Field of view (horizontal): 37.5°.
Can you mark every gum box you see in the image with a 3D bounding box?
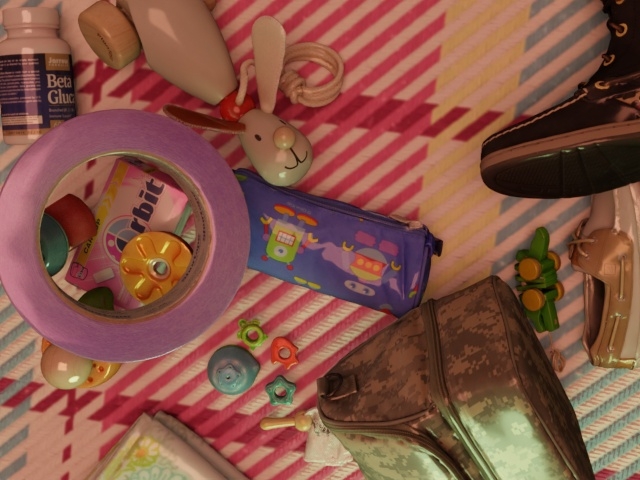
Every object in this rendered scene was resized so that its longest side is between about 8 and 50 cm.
[{"bbox_3d":[-0.249,-0.003,1.241,0.107,0.062,0.188,26,101,2],"label":"gum box"}]

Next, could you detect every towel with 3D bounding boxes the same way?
[{"bbox_3d":[-0.194,0.456,1.289,0.374,0.090,0.320,40,101,-1],"label":"towel"}]

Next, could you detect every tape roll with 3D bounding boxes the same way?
[{"bbox_3d":[-0.221,-0.006,1.052,0.274,0.090,0.275,-1,94,-18],"label":"tape roll"}]

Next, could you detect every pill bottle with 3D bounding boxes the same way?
[{"bbox_3d":[-0.365,-0.209,1.209,0.094,0.094,0.170,-2,98,6],"label":"pill bottle"}]

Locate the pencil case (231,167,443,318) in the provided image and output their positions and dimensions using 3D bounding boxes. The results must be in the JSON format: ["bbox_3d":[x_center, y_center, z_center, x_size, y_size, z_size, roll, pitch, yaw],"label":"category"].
[{"bbox_3d":[0.000,0.000,1.188,0.306,0.119,0.133,18,112,3],"label":"pencil case"}]

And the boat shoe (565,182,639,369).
[{"bbox_3d":[0.360,0.016,1.158,0.103,0.113,0.303,-11,97,3],"label":"boat shoe"}]

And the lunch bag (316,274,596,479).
[{"bbox_3d":[0.164,0.233,1.132,0.256,0.213,0.305,-23,122,18],"label":"lunch bag"}]

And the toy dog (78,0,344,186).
[{"bbox_3d":[-0.132,-0.224,1.115,0.333,0.161,0.220,26,72,1],"label":"toy dog"}]

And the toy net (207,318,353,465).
[{"bbox_3d":[-0.039,0.206,1.262,0.232,0.045,0.122,37,98,-2],"label":"toy net"}]

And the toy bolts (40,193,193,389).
[{"bbox_3d":[-0.286,0.048,1.135,0.218,0.158,0.228,-37,96,18],"label":"toy bolts"}]

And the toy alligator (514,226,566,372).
[{"bbox_3d":[0.277,0.076,1.209,0.051,0.056,0.190,1,103,48],"label":"toy alligator"}]

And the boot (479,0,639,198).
[{"bbox_3d":[0.342,-0.221,1.071,0.377,0.138,0.284,-19,65,18],"label":"boot"}]
